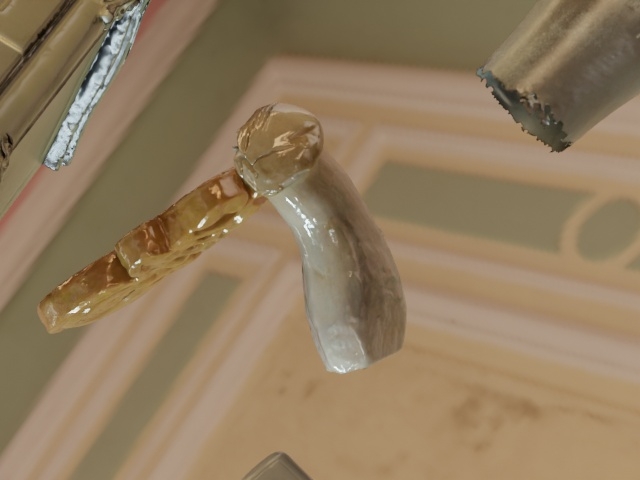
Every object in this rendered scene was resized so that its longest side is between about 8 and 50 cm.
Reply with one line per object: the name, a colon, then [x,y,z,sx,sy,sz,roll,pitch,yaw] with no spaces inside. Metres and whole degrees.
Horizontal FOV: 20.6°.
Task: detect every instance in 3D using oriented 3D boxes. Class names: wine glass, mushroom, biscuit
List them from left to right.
biscuit: [-0.128,0.005,1.487,0.288,0.044,0.202,-32,179,42]
mushroom: [0.003,-0.003,1.331,0.092,0.223,0.081,-36,-150,-29]
wine glass: [0.209,-0.156,1.148,0.222,0.103,0.103,-43,-146,1]

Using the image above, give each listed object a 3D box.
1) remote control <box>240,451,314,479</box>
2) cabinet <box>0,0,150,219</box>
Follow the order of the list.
remote control: [0.012,0.215,1.214,0.050,0.027,0.184,-41,-119,-13]
cabinet: [-0.304,-0.111,1.109,0.227,0.290,0.318,-54,-174,41]
